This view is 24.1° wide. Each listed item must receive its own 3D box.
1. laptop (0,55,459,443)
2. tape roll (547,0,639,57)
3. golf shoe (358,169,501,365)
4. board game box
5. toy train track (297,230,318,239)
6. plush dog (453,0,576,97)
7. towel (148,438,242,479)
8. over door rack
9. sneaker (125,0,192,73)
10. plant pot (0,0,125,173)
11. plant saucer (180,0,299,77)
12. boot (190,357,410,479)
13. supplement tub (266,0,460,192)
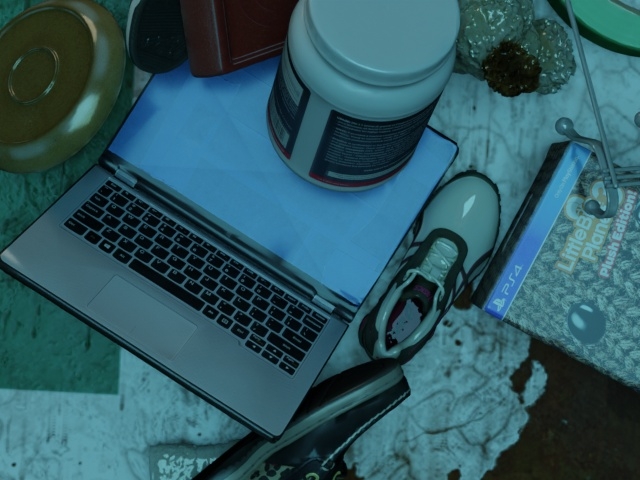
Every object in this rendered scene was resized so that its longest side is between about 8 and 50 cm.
[{"bbox_3d":[-0.098,-0.043,1.784,0.382,0.408,0.236,32,125,2],"label":"laptop"},{"bbox_3d":[0.421,-0.389,1.857,0.321,0.077,0.321,0,92,0],"label":"tape roll"},{"bbox_3d":[0.146,0.040,1.851,0.105,0.120,0.273,29,90,0],"label":"golf shoe"},{"bbox_3d":[0.369,0.046,1.840,0.291,0.141,0.232,27,92,-2],"label":"board game box"},{"bbox_3d":[0.000,0.000,1.900,0.083,0.014,0.048,24,92,-2],"label":"toy train track"},{"bbox_3d":[0.180,-0.273,1.784,0.210,0.225,0.262,-24,92,0],"label":"plush dog"},{"bbox_3d":[-0.114,0.390,1.898,0.187,0.049,0.282,-5,92,-2],"label":"towel"},{"bbox_3d":[0.395,-0.193,1.756,0.239,0.108,0.324,-6,86,-20],"label":"over door rack"},{"bbox_3d":[-0.191,-0.364,1.814,0.123,0.178,0.295,10,110,-33],"label":"sneaker"},{"bbox_3d":[-0.341,-0.195,1.813,0.236,0.032,0.236,-11,66,26],"label":"plant pot"},{"bbox_3d":[-0.039,-0.316,1.757,0.259,0.258,0.048,-22,49,-16],"label":"plant saucer"},{"bbox_3d":[0.011,0.343,1.799,0.377,0.138,0.284,-37,92,7],"label":"boot"},{"bbox_3d":[0.047,-0.192,1.720,0.191,0.272,0.191,4,64,-9],"label":"supplement tub"}]
